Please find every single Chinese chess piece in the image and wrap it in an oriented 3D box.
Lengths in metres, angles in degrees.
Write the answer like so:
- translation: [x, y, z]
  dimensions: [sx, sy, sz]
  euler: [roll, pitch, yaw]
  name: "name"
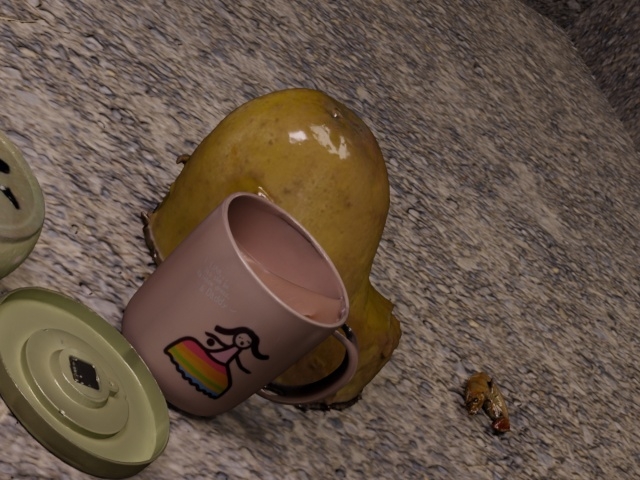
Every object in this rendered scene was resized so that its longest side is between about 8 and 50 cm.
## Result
- translation: [-0.395, -0.055, 1.938]
  dimensions: [0.237, 0.092, 0.238]
  euler: [38, 26, -22]
  name: "Chinese chess piece"

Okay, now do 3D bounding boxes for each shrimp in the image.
- translation: [0.237, 0.243, 2.676]
  dimensions: [0.162, 0.045, 0.095]
  euler: [-41, 110, -72]
  name: "shrimp"

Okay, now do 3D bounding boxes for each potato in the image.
- translation: [0.000, 0.000, 2.307]
  dimensions: [0.397, 0.296, 0.290]
  euler: [41, 26, -14]
  name: "potato"

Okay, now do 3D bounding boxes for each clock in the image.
- translation: [-0.254, 0.145, 1.952]
  dimensions: [0.235, 0.029, 0.235]
  euler: [39, 24, -22]
  name: "clock"

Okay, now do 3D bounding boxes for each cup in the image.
- translation: [-0.081, 0.099, 2.112]
  dimensions: [0.253, 0.200, 0.191]
  euler: [39, 25, -19]
  name: "cup"
